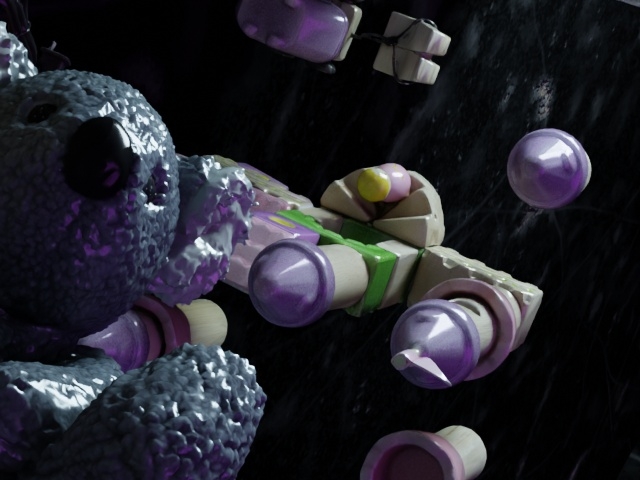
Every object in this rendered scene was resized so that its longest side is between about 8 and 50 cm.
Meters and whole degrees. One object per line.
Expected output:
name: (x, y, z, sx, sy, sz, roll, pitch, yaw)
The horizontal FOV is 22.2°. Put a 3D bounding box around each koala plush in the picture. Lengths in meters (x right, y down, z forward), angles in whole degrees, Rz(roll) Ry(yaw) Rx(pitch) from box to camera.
koala plush: (-0.126, 0.016, 0.662, 0.203, 0.196, 0.221, -46, -159, 51)

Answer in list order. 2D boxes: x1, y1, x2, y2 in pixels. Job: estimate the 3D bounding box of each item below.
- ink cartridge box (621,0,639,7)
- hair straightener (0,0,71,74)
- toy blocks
ink cartridge box: (0.257, -0.367, 1.347, 0.131, 0.226, 0.306, -24, 132, -55)
hair straightener: (-0.184, -0.094, 0.910, 0.089, 0.047, 0.230, -48, 145, -36)
toy blocks: (0.000, 0.000, 1.053, 0.309, 0.289, 0.260, -69, 161, 10)
